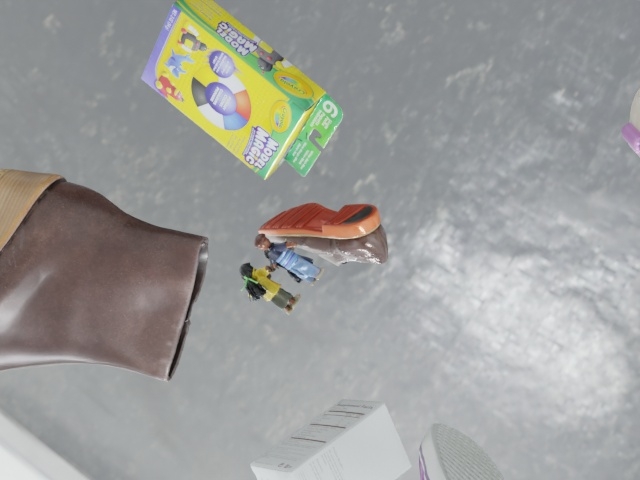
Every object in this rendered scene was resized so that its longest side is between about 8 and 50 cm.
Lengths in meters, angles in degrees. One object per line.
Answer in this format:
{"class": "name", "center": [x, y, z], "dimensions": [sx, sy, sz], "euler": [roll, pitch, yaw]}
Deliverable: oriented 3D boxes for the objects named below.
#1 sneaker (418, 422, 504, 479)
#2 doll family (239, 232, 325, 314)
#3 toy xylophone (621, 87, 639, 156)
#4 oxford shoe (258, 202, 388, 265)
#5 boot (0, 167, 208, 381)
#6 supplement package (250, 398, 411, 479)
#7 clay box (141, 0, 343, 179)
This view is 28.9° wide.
{"class": "sneaker", "center": [0.124, 0.327, 1.300], "dimensions": [0.102, 0.282, 0.161], "euler": [27, 118, -22]}
{"class": "doll family", "center": [-0.067, 0.047, 1.882], "dimensions": [0.111, 0.076, 0.193], "euler": [36, 132, -3]}
{"class": "toy xylophone", "center": [0.557, -0.193, 1.638], "dimensions": [0.323, 0.236, 0.081], "euler": [-9, 106, 15]}
{"class": "oxford shoe", "center": [0.000, 0.000, 2.053], "dimensions": [0.271, 0.097, 0.098], "euler": [4, 125, 49]}
{"class": "boot", "center": [-0.217, 0.077, 0.980], "dimensions": [0.207, 0.248, 0.090], "euler": [20, -175, 7]}
{"class": "supplement package", "center": [0.015, 0.306, 1.693], "dimensions": [0.105, 0.179, 0.105], "euler": [-6, 110, 56]}
{"class": "clay box", "center": [-0.090, -0.167, 1.413], "dimensions": [0.222, 0.053, 0.127], "euler": [40, 137, 5]}
